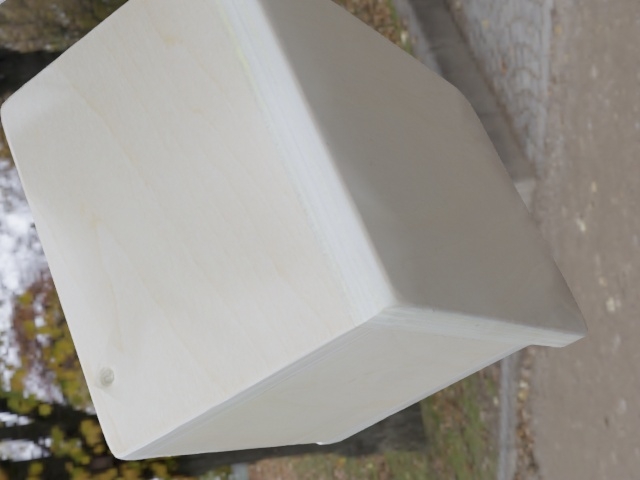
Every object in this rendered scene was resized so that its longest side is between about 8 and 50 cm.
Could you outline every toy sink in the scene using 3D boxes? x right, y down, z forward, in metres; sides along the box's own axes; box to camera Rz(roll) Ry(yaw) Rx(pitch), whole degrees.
[{"bbox_3d":[0.000,0.000,0.448,0.234,0.131,0.153,13,-130,-60],"label":"toy sink"}]

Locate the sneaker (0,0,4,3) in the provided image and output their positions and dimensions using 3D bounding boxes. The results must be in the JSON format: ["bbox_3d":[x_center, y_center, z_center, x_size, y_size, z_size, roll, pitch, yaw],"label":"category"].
[{"bbox_3d":[-0.201,-0.046,0.293,0.147,0.295,0.105,-87,-25,-44],"label":"sneaker"}]
